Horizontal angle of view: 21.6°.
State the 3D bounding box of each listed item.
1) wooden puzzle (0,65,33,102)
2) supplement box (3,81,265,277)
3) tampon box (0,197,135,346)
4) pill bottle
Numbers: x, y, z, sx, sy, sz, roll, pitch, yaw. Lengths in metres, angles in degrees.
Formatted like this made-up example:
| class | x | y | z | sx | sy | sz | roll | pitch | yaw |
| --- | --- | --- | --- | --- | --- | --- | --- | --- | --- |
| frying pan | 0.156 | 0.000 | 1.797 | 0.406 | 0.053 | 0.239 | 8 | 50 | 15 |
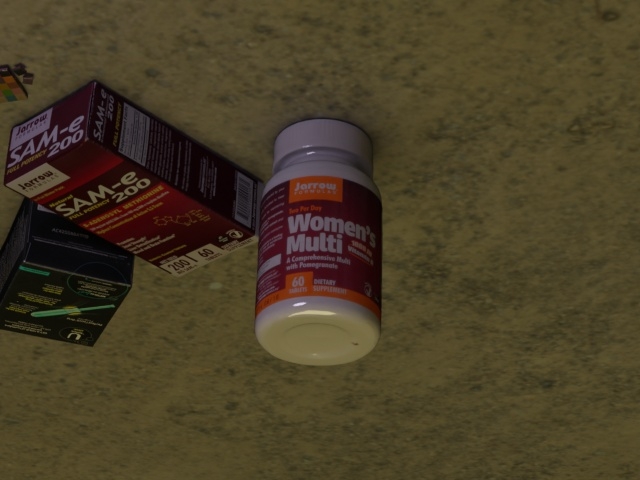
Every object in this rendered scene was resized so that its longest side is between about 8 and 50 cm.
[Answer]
| class | x | y | z | sx | sy | sz | roll | pitch | yaw |
| --- | --- | --- | --- | --- | --- | --- | --- | --- | --- |
| wooden puzzle | -0.311 | -0.148 | 1.600 | 0.083 | 0.006 | 0.049 | -7 | 148 | 12 |
| supplement box | -0.183 | -0.056 | 1.686 | 0.130 | 0.073 | 0.239 | -24 | 140 | 36 |
| tampon box | -0.276 | 0.028 | 1.800 | 0.120 | 0.101 | 0.161 | 13 | 148 | -18 |
| pill bottle | 0.000 | 0.000 | 1.626 | 0.121 | 0.221 | 0.121 | 1 | 149 | 1 |
